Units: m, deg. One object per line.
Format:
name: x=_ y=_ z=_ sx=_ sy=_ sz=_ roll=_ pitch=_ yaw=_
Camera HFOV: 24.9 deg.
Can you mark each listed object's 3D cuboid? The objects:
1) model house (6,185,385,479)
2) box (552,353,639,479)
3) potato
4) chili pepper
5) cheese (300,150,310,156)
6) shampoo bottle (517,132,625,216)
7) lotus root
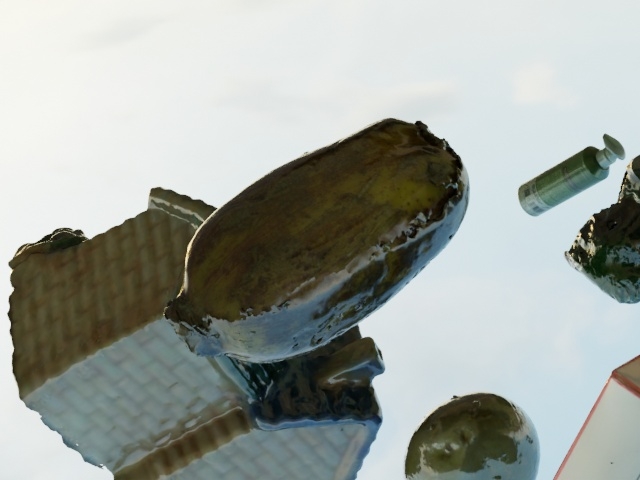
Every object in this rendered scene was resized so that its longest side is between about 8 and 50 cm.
model house: x=-0.139 y=0.131 z=1.981 sx=0.400 sy=0.445 sz=0.395 roll=-27 pitch=-140 yaw=15
box: x=0.421 y=0.300 z=1.522 sx=0.300 sy=0.312 sz=0.314 roll=35 pitch=-151 yaw=26
potato: x=0.187 y=0.276 z=1.806 sx=0.160 sy=0.235 sz=0.178 roll=12 pitch=-108 yaw=26
chili pepper: x=0.487 y=-0.032 z=2.106 sx=0.264 sy=0.116 sz=0.148 roll=-41 pitch=-121 yaw=0
cheese: x=0.014 y=-0.072 z=2.363 sx=0.036 sy=0.162 sz=0.086 roll=-23 pitch=-168 yaw=35
shampoo bottle: x=0.404 y=-0.106 z=2.321 sx=0.065 sy=0.065 sz=0.204 roll=-29 pitch=178 yaw=-44
lotus root: x=0.000 y=0.000 z=1.600 sx=0.397 sy=0.179 sz=0.196 roll=-34 pitch=-140 yaw=-20
